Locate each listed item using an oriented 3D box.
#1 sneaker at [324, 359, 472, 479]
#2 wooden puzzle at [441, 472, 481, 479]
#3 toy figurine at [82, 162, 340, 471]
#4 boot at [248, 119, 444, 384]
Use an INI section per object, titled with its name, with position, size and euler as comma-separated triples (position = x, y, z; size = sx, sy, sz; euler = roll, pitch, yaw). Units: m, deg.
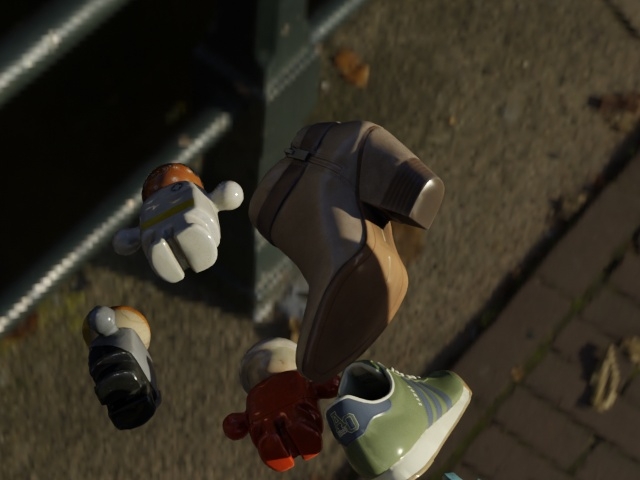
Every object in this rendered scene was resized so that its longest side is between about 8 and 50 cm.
[sneaker]
position = 0.055, 0.119, 1.315
size = 0.086, 0.064, 0.192
euler = 50, 23, -2
[wooden puzzle]
position = 0.096, 0.137, 0.865
size = 0.083, 0.006, 0.049
euler = 30, 15, 6
[toy figurine]
position = -0.070, 0.051, 1.357
size = 0.209, 0.213, 0.148
euler = 14, 23, -14
[boot]
position = 0.000, 0.000, 0.774
size = 0.087, 0.042, 0.118
euler = 21, 70, 42
